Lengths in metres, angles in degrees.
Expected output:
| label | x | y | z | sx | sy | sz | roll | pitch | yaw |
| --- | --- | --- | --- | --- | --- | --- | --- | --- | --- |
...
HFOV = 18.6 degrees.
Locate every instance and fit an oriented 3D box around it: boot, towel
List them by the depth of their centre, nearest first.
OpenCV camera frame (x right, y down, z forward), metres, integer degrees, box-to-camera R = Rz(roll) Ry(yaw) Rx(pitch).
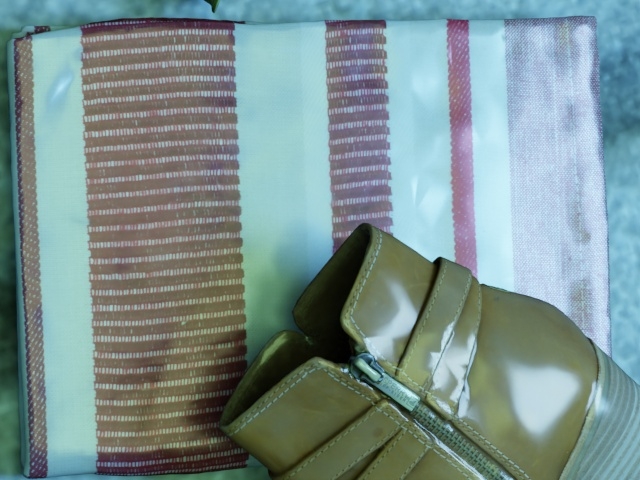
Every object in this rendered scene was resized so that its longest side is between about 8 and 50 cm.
| label | x | y | z | sx | sy | sz | roll | pitch | yaw |
| --- | --- | --- | --- | --- | --- | --- | --- | --- | --- |
| boot | 0.041 | 0.150 | 0.983 | 0.220 | 0.109 | 0.283 | 33 | 88 | -22 |
| towel | 0.000 | 0.000 | 1.039 | 0.329 | 0.037 | 0.237 | -2 | 90 | -17 |

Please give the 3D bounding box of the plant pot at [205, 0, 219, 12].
| label | x | y | z | sx | sy | sz | roll | pitch | yaw |
| --- | --- | --- | --- | --- | --- | --- | --- | --- | --- |
| plant pot | -0.076 | -0.170 | 1.003 | 0.079 | 0.083 | 0.083 | 21 | 81 | -4 |
